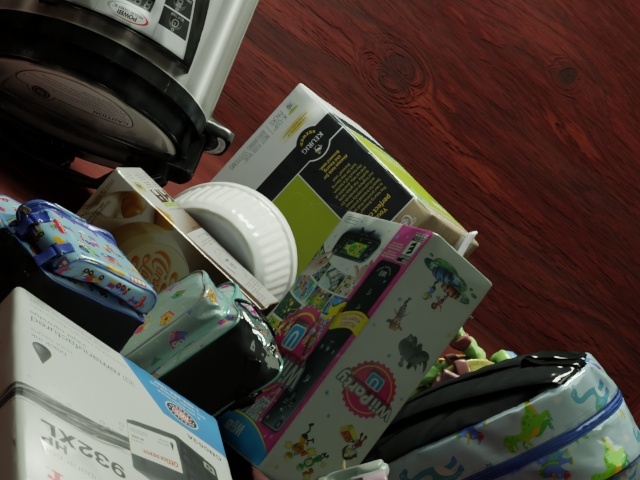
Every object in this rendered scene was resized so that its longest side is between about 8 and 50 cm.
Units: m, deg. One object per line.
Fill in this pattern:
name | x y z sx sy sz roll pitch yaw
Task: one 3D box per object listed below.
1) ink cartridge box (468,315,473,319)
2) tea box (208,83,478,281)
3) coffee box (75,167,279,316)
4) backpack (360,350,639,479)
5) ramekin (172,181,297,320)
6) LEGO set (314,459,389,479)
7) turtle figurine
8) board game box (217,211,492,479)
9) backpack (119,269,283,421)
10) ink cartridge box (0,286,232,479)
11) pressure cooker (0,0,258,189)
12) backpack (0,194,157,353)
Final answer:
ink cartridge box | 0.108 0.100 2.240 0.189 0.255 0.097 37 43 -67
tea box | 0.000 0.000 2.070 0.323 0.329 0.220 48 10 27
coffee box | -0.191 0.044 1.633 0.246 0.141 0.098 43 9 6
backpack | 0.180 0.254 1.481 0.273 0.355 0.290 52 19 11
ramekin | -0.142 0.032 1.736 0.207 0.207 0.109 43 18 6
LEGO set | 0.056 0.360 1.333 0.107 0.132 0.287 -78 145 -61
turtle figurine | 0.144 0.172 1.989 0.275 0.266 0.198 68 -24 12
board game box | 0.018 0.123 1.464 0.097 0.303 0.224 39 -9 -22
backpack | -0.134 0.119 1.437 0.144 0.166 0.188 51 5 -6
ink cartridge box | -0.175 0.197 0.995 0.223 0.129 0.307 39 9 -24
pressure cooker | -0.298 -0.278 1.879 0.370 0.420 0.375 11 -20 31
backpack | -0.251 0.025 1.205 0.158 0.117 0.173 34 10 -48
